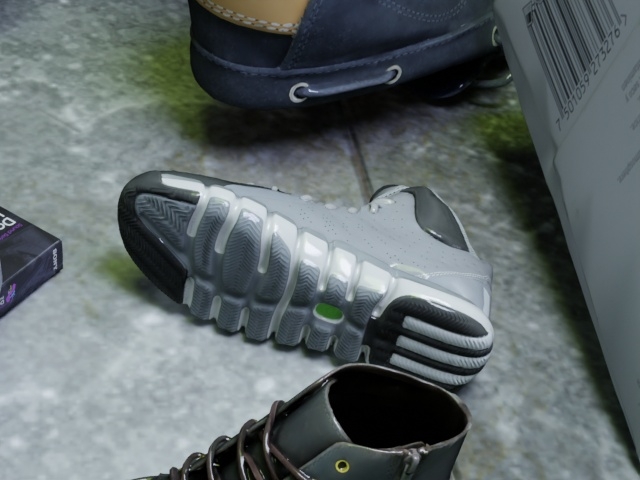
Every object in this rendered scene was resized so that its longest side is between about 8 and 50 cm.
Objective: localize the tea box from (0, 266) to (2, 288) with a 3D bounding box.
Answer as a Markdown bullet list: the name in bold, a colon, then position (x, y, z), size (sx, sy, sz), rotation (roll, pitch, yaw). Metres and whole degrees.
- **tea box**: position (-0.324, 0.049, 0.443), size (0.328, 0.220, 0.324), rotation (3, 45, -4)

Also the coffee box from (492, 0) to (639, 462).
- **coffee box**: position (0.336, -0.109, 0.630), size (0.334, 0.338, 0.338), rotation (-3, 60, -16)

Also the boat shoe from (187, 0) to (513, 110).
- **boat shoe**: position (0.083, -0.202, 0.894), size (0.186, 0.156, 0.500), rotation (34, 34, 28)

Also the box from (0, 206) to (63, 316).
- **box**: position (-0.248, 0.003, 0.675), size (0.162, 0.029, 0.116), rotation (27, 44, 16)

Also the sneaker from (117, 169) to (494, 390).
- **sneaker**: position (0.000, 0.000, 0.703), size (0.228, 0.086, 0.132), rotation (24, 37, 0)

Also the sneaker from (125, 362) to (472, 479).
- **sneaker**: position (-0.044, 0.113, 0.525), size (0.222, 0.118, 0.083), rotation (-6, 44, -18)
